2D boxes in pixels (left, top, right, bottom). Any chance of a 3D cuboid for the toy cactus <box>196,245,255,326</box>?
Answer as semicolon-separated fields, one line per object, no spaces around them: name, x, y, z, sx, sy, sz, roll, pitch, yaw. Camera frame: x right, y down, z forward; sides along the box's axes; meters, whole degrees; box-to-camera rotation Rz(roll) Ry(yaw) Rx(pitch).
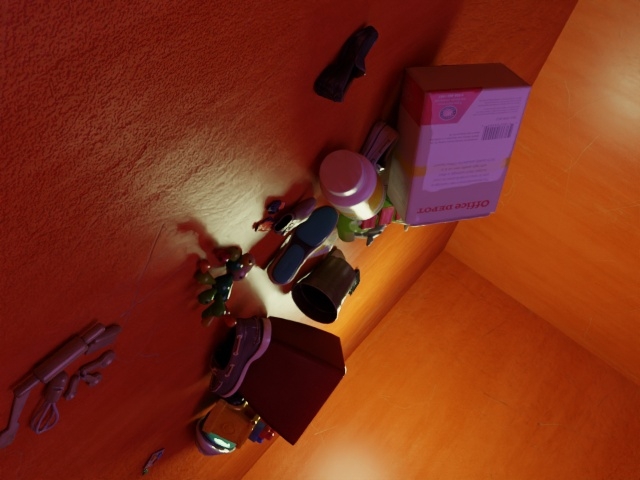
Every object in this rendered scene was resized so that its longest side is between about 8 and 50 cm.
toy cactus;-0.189;0.083;1.200;0.180;0.112;0.219;-47;156;-53

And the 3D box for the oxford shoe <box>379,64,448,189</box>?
oxford shoe;0.262;-0.320;1.591;0.146;0.141;0.397;16;119;-38

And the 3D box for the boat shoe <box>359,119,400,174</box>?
boat shoe;0.140;-0.207;1.509;0.083;0.075;0.226;-36;156;-44

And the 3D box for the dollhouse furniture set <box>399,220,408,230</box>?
dollhouse furniture set;0.251;-0.150;1.901;0.129;0.129;0.184;100;1;-57

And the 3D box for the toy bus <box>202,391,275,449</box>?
toy bus;-0.224;0.531;1.746;0.150;0.211;0.220;-62;175;22

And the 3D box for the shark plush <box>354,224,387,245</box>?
shark plush;0.175;-0.043;1.853;0.161;0.067;0.073;-27;-143;43

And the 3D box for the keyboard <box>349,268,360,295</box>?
keyboard;0.130;0.184;2.350;0.108;0.023;0.180;-55;163;-15

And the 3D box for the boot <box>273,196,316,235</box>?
boot;-0.061;-0.057;1.320;0.118;0.042;0.087;-48;173;8

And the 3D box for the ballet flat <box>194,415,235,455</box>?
ballet flat;-0.338;0.653;1.887;0.139;0.139;0.400;-54;164;2

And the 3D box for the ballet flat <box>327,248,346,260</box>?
ballet flat;0.068;0.097;1.924;0.080;0.073;0.232;-49;162;-15

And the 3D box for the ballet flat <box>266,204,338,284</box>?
ballet flat;-0.051;0.009;1.458;0.248;0.086;0.086;-49;163;-10

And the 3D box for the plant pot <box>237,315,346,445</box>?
plant pot;-0.104;0.375;1.655;0.267;0.235;0.267;-55;-171;9

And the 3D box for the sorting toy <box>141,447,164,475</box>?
sorting toy;-0.488;0.646;1.639;0.083;0.012;0.062;-57;163;11

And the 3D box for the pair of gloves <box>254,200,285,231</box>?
pair of gloves;-0.111;-0.054;1.263;0.083;0.010;0.074;-60;162;18

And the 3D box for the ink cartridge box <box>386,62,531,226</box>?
ink cartridge box;0.344;-0.248;1.483;0.279;0.160;0.385;-7;129;-13

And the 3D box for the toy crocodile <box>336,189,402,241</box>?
toy crocodile;0.186;-0.090;1.694;0.340;0.105;0.115;-19;133;-28

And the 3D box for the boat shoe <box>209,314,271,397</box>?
boat shoe;-0.237;0.309;1.497;0.096;0.117;0.324;14;133;-26

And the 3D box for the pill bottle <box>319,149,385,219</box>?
pill bottle;0.075;-0.136;1.373;0.136;0.136;0.245;-54;163;2

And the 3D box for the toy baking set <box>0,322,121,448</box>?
toy baking set;-0.437;0.247;0.958;0.256;0.030;0.197;-41;159;-35

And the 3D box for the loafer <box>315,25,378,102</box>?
loafer;0.063;-0.334;1.082;0.170;0.061;0.062;-53;162;-3

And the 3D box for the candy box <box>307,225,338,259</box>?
candy box;0.000;0.000;1.631;0.105;0.027;0.206;-63;161;18

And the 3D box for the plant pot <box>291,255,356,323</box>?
plant pot;0.020;0.144;1.769;0.165;0.166;0.167;-51;165;-39
